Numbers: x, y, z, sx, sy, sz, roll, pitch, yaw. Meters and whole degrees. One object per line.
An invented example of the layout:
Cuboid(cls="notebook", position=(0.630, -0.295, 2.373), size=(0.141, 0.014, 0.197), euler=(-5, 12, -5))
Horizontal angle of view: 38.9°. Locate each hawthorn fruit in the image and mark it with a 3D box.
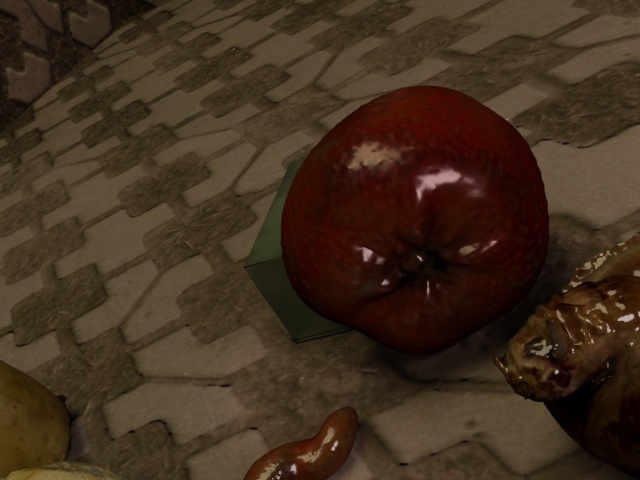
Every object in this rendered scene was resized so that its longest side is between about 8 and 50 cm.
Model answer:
Cuboid(cls="hawthorn fruit", position=(0.106, -0.035, 0.956), size=(0.275, 0.275, 0.300), euler=(-11, 34, 33))

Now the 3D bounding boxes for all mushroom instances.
Cuboid(cls="mushroom", position=(0.279, 0.078, 0.690), size=(0.278, 0.163, 0.297), euler=(-27, 9, -1))

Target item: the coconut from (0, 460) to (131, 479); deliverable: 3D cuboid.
Cuboid(cls="coconut", position=(-0.230, 0.330, 0.748), size=(0.239, 0.239, 0.244), euler=(-9, 32, 35))

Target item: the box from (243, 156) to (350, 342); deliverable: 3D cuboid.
Cuboid(cls="box", position=(0.000, 0.000, 1.149), size=(0.086, 0.129, 0.225), euler=(-17, 32, 26))

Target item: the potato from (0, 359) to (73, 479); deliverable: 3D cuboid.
Cuboid(cls="potato", position=(-0.441, 0.244, 1.114), size=(0.242, 0.243, 0.285), euler=(-25, 32, 13))

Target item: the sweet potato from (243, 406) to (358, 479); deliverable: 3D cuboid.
Cuboid(cls="sweet potato", position=(-0.037, 0.234, 0.893), size=(0.202, 0.058, 0.055), euler=(-41, 9, -14))
